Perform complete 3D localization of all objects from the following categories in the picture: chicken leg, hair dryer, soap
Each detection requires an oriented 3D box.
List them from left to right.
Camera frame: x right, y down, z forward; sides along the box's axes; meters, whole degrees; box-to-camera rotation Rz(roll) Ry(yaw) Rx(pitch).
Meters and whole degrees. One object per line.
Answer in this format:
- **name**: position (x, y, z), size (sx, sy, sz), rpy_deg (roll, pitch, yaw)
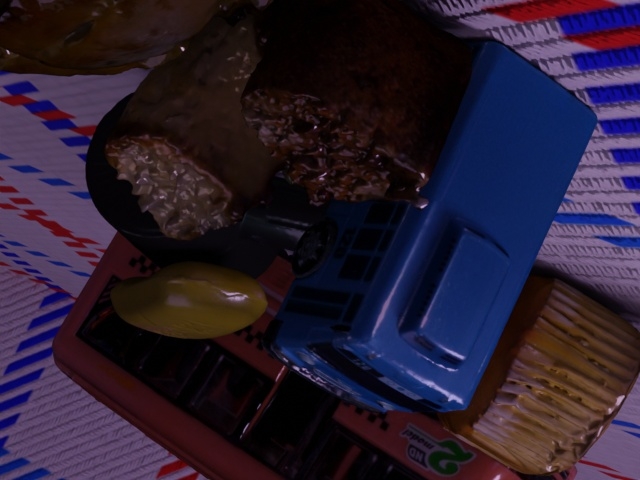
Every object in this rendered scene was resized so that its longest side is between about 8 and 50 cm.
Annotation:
- **chicken leg**: position (-0.153, -0.144, 0.949), size (0.211, 0.140, 0.361), rpy_deg (23, 169, -26)
- **soap**: position (-0.097, 0.045, 1.411), size (0.089, 0.045, 0.140), rpy_deg (18, 164, -24)
- **hair dryer**: position (0.000, 0.000, 1.435), size (0.302, 0.116, 0.244), rpy_deg (16, 170, 17)

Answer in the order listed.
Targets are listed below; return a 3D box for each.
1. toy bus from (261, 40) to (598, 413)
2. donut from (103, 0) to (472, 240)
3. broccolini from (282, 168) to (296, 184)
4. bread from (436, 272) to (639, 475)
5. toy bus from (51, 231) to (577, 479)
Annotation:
- **toy bus**: position (0.056, -0.005, 0.990), size (0.090, 0.185, 0.106), rpy_deg (32, 166, -30)
- **donut**: position (-0.019, -0.075, 0.970), size (0.085, 0.141, 0.217), rpy_deg (43, 146, -25)
- **broccolini**: position (0.051, -0.044, 1.087), size (0.194, 0.052, 0.054), rpy_deg (9, -149, -49)
- **bread**: position (0.151, 0.096, 1.408), size (0.114, 0.132, 0.190), rpy_deg (29, 168, -2)
- **toy bus**: position (-0.009, 0.138, 1.652), size (0.427, 0.233, 0.203), rpy_deg (31, 173, 27)
